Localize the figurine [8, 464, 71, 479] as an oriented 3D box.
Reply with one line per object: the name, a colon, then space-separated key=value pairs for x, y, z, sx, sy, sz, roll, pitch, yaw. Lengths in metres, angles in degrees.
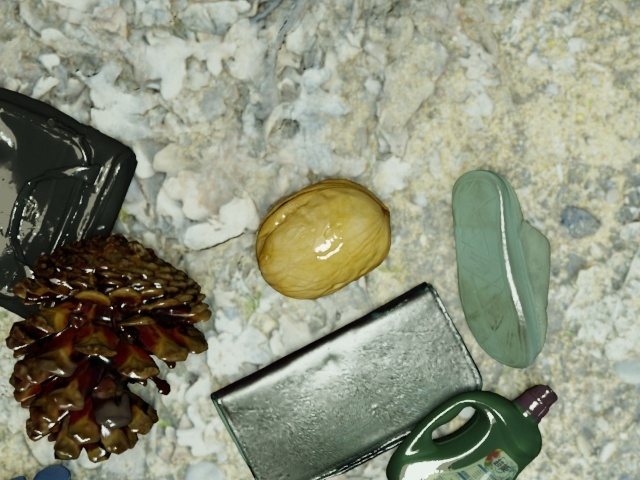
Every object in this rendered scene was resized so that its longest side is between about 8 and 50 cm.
figurine: x=-0.333 y=0.412 z=1.057 sx=0.164 sy=0.121 sz=0.263 roll=0 pitch=104 yaw=13

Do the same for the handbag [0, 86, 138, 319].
handbag: x=-0.397 y=-0.045 z=1.099 sx=0.244 sy=0.088 sz=0.275 roll=26 pitch=89 yaw=3

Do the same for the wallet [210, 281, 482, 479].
wallet: x=0.038 y=0.196 z=1.049 sx=0.317 sy=0.045 sz=0.173 roll=-29 pitch=90 yaw=0

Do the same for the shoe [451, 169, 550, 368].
shoe: x=0.233 y=0.029 z=1.022 sx=0.100 sy=0.103 sz=0.251 roll=-20 pitch=101 yaw=-37

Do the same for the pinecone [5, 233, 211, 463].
pinecone: x=-0.260 y=0.137 z=1.000 sx=0.246 sy=0.246 sz=0.292 roll=17 pitch=106 yaw=7

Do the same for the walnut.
walnut: x=0.000 y=0.000 z=1.019 sx=0.180 sy=0.144 sz=0.144 roll=-20 pitch=85 yaw=13

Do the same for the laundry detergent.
laundry detergent: x=0.194 y=0.249 z=1.011 sx=0.144 sy=0.078 sz=0.222 roll=43 pitch=94 yaw=-10
